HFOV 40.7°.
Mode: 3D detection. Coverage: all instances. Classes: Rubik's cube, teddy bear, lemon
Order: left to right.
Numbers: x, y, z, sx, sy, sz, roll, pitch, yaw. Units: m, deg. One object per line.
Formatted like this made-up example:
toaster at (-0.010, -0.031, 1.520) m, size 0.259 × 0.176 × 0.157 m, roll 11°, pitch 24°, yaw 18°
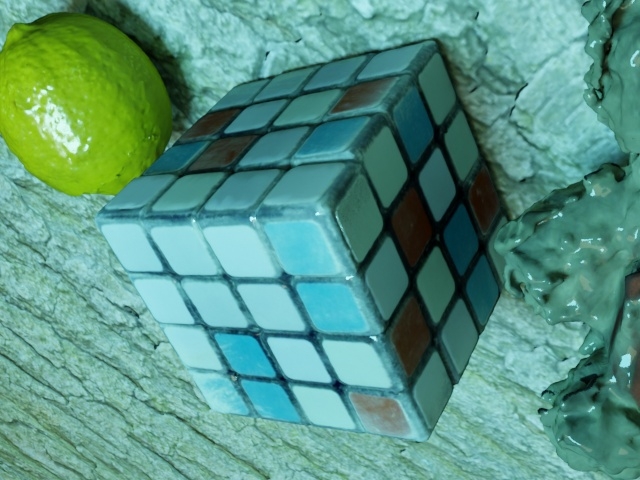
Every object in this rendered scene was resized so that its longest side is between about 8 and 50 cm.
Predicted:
lemon at (-0.250, -0.139, 0.903) m, size 0.193 × 0.180 × 0.180 m, roll 27°, pitch 145°, yaw -24°
Rubik's cube at (0.001, 0.000, 0.803) m, size 0.259 × 0.253 × 0.256 m, roll -4°, pitch 126°, yaw 36°
teddy bear at (0.287, -0.032, 0.617) m, size 0.357 × 0.224 × 0.367 m, roll -17°, pitch 117°, yaw 27°
